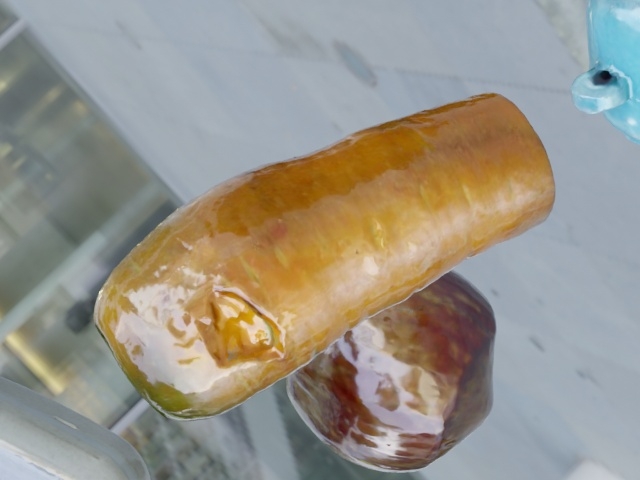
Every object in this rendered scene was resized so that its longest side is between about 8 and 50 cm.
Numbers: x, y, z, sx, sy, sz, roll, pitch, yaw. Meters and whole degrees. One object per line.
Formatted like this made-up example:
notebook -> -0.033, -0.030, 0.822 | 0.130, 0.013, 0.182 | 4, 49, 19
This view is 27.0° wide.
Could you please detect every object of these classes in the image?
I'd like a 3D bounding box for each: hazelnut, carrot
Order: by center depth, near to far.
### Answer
carrot -> 0.000, 0.000, 0.551 | 0.087, 0.193, 0.087 | 55, 169, 16
hazelnut -> 0.069, 0.128, 1.340 | 0.218, 0.218, 0.234 | 37, 124, 41

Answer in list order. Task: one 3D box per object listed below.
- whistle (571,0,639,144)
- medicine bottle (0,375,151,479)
whistle -> 0.228, -0.122, 0.641 | 0.186, 0.274, 0.093 | 35, 147, 48
medicine bottle -> -0.316, 0.313, 1.205 | 0.282, 0.375, 0.123 | 24, -165, 6
